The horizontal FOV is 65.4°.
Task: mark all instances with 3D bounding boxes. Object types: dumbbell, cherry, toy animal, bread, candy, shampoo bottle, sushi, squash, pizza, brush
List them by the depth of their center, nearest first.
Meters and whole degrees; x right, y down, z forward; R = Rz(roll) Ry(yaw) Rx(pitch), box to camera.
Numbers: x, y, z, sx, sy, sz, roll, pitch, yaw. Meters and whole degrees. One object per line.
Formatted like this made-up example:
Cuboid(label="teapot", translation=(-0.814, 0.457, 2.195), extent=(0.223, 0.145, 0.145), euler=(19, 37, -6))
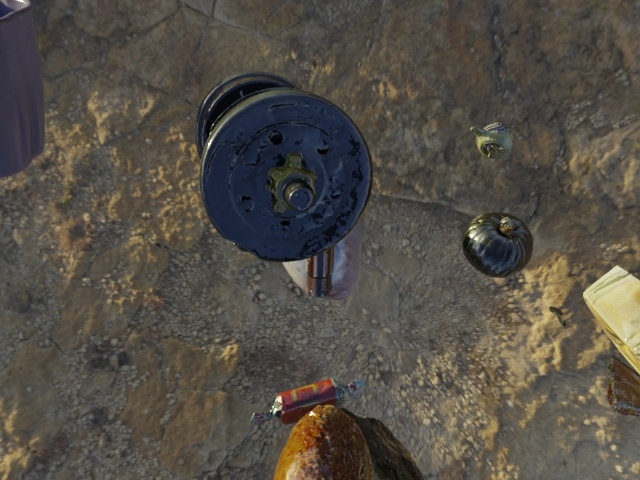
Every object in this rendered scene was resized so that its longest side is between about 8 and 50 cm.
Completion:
Cuboid(label="bread", translation=(0.015, 0.240, 0.426), extent=(0.064, 0.193, 0.193), euler=(-12, 79, 17))
Cuboid(label="dumbbell", translation=(-0.064, -0.109, 0.625), extent=(0.185, 0.388, 0.185), euler=(-5, 113, -12))
Cuboid(label="sushi", translation=(0.059, 0.310, 0.632), extent=(0.124, 0.225, 0.127), euler=(-40, 38, 2))
Cuboid(label="pizza", translation=(0.419, 0.202, 0.677), extent=(0.100, 0.099, 0.029), euler=(16, 125, -10))
Cuboid(label="bread", translation=(0.590, 0.167, 0.892), extent=(0.110, 0.209, 0.192), euler=(-35, 113, 15))
Cuboid(label="brush", translation=(0.439, 0.138, 0.920), extent=(0.024, 0.083, 0.008), euler=(14, 108, 10))
Cuboid(label="candy", translation=(-0.027, 0.388, 1.201), extent=(0.292, 0.086, 0.059), euler=(-12, 42, -16))
Cuboid(label="squash", translation=(0.471, 0.009, 1.322), extent=(0.193, 0.193, 0.156), euler=(49, 122, 12))
Cuboid(label="toy animal", translation=(0.455, -0.280, 1.329), extent=(0.137, 0.098, 0.098), euler=(36, 86, -17))
Cuboid(label="shampoo bottle", translation=(0.000, 0.000, 1.361), extent=(0.084, 0.129, 0.322), euler=(-2, 113, -7))
Cuboid(label="cherry", translation=(0.005, 0.007, 1.588), extent=(0.292, 0.326, 0.334), euler=(-6, 53, -8))

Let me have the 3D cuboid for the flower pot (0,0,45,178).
Cuboid(label="flower pot", translation=(-0.548, -0.232, 0.758), extent=(0.265, 0.243, 0.265), euler=(1, 39, -1))
